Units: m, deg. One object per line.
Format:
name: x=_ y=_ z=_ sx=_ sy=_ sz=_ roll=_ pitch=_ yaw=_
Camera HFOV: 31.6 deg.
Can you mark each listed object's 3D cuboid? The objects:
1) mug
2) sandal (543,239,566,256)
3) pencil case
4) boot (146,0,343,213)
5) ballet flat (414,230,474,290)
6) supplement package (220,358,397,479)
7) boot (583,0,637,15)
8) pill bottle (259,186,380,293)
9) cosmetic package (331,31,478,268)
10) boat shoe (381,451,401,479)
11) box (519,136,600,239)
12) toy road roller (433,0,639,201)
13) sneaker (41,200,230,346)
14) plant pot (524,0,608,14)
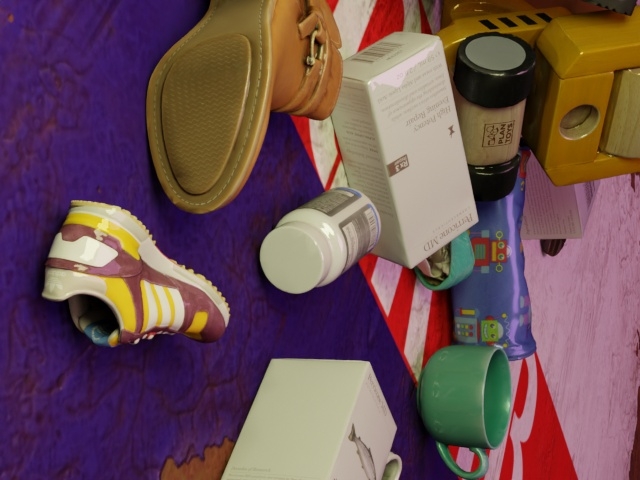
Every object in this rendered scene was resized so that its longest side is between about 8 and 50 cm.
mug: x=0.177 y=0.209 z=1.445 sx=0.129 sy=0.097 sz=0.158 roll=67 pitch=35 yaw=-40
sandal: x=0.432 y=-0.081 z=2.064 sx=0.090 sy=0.060 sz=0.219 roll=4 pitch=100 yaw=-59
pencil case: x=0.231 y=0.013 z=1.546 sx=0.133 sy=0.119 sz=0.306 roll=-12 pitch=100 yaw=-76
boot: x=-0.053 y=-0.138 z=0.983 sx=0.220 sy=0.109 sz=0.284 roll=35 pitch=50 yaw=-65
ballet flat: x=0.131 y=-0.042 z=1.384 sx=0.087 sy=0.083 sz=0.247 roll=-39 pitch=124 yaw=-37
supplement package: x=-0.011 y=0.208 z=1.030 sx=0.179 sy=0.105 sz=0.105 roll=-68 pitch=146 yaw=-41
boot: x=0.258 y=-0.416 z=1.242 sx=0.347 sy=0.131 sz=0.260 roll=11 pitch=112 yaw=-27
pill bottle: x=0.000 y=0.000 z=1.095 sx=0.137 sy=0.078 sz=0.078 roll=-33 pitch=119 yaw=-61
cosmetic package: x=0.090 y=-0.099 z=1.242 sx=0.117 sy=0.085 sz=0.231 roll=-34 pitch=122 yaw=-27
boat shoe: x=0.012 y=0.290 z=1.101 sx=0.258 sy=0.084 sz=0.095 roll=-61 pitch=142 yaw=-47
box: x=0.379 y=-0.123 z=1.867 sx=0.181 sy=0.119 sz=0.182 roll=-58 pitch=139 yaw=-49
toy road roller: x=0.275 y=-0.213 z=1.433 sx=0.241 sy=0.329 sz=0.203 roll=-108 pitch=-167 yaw=-45
sneaker: x=-0.136 y=0.047 z=0.826 sx=0.185 sy=0.069 sz=0.084 roll=46 pitch=57 yaw=-48
plant pot: x=0.318 y=-0.331 z=1.600 sx=0.291 sy=0.203 sz=0.291 roll=2 pitch=90 yaw=-77
